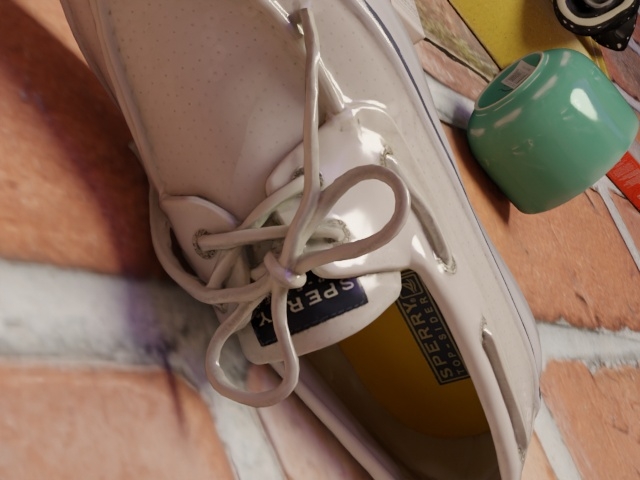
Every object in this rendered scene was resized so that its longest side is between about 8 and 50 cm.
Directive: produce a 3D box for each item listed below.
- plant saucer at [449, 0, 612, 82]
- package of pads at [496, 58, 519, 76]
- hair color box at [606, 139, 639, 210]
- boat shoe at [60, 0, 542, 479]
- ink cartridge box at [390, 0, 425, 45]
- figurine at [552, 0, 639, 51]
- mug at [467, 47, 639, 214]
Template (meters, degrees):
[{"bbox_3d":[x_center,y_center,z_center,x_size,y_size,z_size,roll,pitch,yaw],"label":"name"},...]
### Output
[{"bbox_3d":[0.235,-0.292,1.469,0.333,0.081,0.333,47,26,-31],"label":"plant saucer"},{"bbox_3d":[0.218,-0.149,1.319,0.083,0.032,0.050,59,25,-3],"label":"package of pads"},{"bbox_3d":[0.392,-0.098,1.610,0.141,0.043,0.072,36,32,-43],"label":"hair color box"},{"bbox_3d":[-0.007,0.004,0.556,0.367,0.135,0.156,59,23,-29],"label":"boat shoe"},{"bbox_3d":[0.018,-0.208,0.936,0.099,0.056,0.135,35,33,-44],"label":"ink cartridge box"},{"bbox_3d":[0.278,-0.312,1.385,0.215,0.092,0.209,63,15,10],"label":"figurine"},{"bbox_3d":[0.180,-0.097,1.078,0.097,0.157,0.129,47,48,-16],"label":"mug"}]
